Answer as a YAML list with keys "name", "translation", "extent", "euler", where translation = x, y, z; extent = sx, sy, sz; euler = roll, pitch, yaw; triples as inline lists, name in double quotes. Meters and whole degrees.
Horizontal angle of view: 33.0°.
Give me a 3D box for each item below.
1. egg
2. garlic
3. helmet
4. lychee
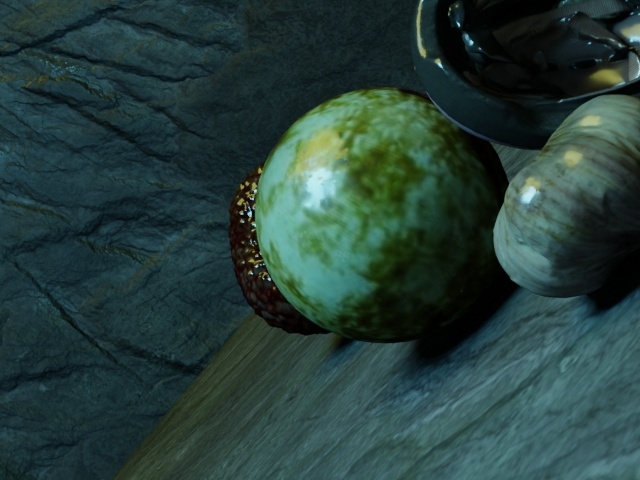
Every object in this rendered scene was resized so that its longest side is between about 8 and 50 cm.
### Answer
- name: "egg"
  translation: [0.063, -0.021, 1.023]
  extent: [0.238, 0.238, 0.289]
  euler: [-49, -15, 5]
- name: "garlic"
  translation: [0.186, -0.026, 0.730]
  extent: [0.159, 0.102, 0.147]
  euler: [-37, -20, -48]
- name: "helmet"
  translation: [0.200, -0.161, 0.908]
  extent: [0.154, 0.253, 0.198]
  euler: [111, 159, -70]
- name: "lychee"
  translation: [0.000, 0.000, 1.433]
  extent: [0.260, 0.260, 0.260]
  euler: [-49, 5, 5]
